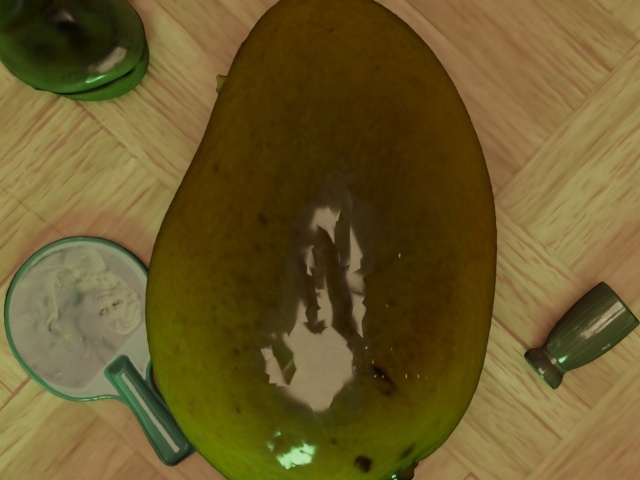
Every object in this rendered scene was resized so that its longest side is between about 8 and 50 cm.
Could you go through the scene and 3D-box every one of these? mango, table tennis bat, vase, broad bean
[{"bbox_3d":[0.000,0.000,1.151,0.301,0.220,0.445,-2,80,7],"label":"mango"},{"bbox_3d":[-0.194,0.105,1.238,0.149,0.038,0.237,-36,86,0],"label":"table tennis bat"},{"bbox_3d":[0.235,0.088,1.218,0.100,0.053,0.053,-42,89,5],"label":"vase"},{"bbox_3d":[-0.239,-0.218,1.231,0.153,0.072,0.207,-35,77,-1],"label":"broad bean"}]
